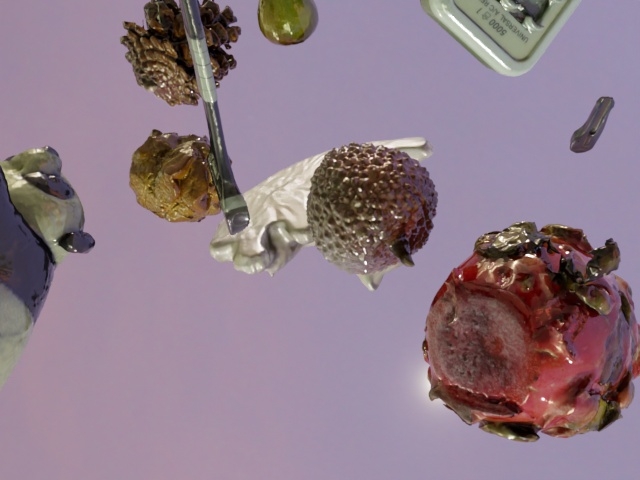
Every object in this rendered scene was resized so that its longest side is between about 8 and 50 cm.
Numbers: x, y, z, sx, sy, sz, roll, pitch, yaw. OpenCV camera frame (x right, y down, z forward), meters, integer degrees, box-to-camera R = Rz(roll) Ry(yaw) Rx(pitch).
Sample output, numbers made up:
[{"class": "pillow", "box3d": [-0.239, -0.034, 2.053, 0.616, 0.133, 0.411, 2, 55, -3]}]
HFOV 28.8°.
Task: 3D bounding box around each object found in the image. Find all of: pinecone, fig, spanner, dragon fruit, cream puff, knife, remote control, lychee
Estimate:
[{"class": "pinecone", "box3d": [-0.186, -0.268, 1.712, 0.173, 0.173, 0.174, -18, -116, 42]}, {"class": "fig", "box3d": [-0.042, -0.274, 1.484, 0.074, 0.088, 0.074, -11, -134, 11]}, {"class": "spanner", "box3d": [-0.111, -0.147, 1.182, 0.087, 0.024, 0.316, -120, -164, -55]}, {"class": "dragon fruit", "box3d": [0.266, 0.105, 1.491, 0.250, 0.291, 0.269, 13, -77, 40]}, {"class": "cream puff", "box3d": [-0.146, -0.073, 1.335, 0.122, 0.116, 0.094, -94, -164, -51]}, {"class": "knife", "box3d": [0.340, -0.147, 1.554, 0.121, 0.031, 0.018, 103, -3, -58]}, {"class": "remote control", "box3d": [0.217, -0.305, 1.065, 0.335, 0.128, 0.065, -54, -148, 0]}, {"class": "lychee", "box3d": [0.065, -0.031, 1.481, 0.165, 0.165, 0.197, -50, -122, 23]}]

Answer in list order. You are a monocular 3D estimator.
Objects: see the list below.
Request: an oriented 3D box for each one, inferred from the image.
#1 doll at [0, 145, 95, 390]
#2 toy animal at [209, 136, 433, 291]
[{"class": "doll", "box3d": [-0.270, 0.026, 0.945, 0.143, 0.135, 0.234, -10, -133, 44]}, {"class": "toy animal", "box3d": [0.000, 0.000, 1.744, 0.266, 0.188, 0.308, 7, -140, 19]}]
